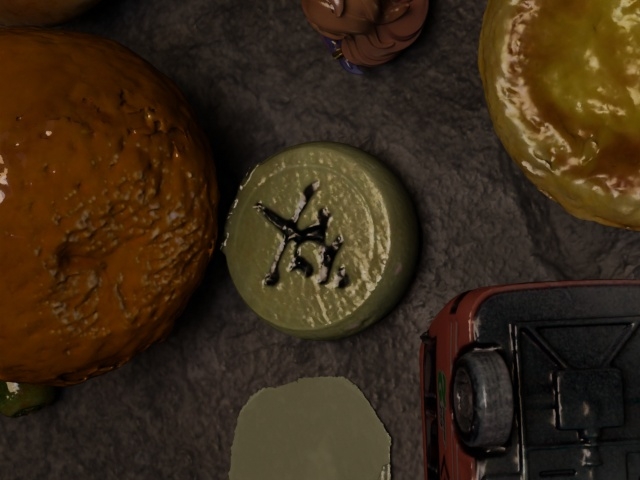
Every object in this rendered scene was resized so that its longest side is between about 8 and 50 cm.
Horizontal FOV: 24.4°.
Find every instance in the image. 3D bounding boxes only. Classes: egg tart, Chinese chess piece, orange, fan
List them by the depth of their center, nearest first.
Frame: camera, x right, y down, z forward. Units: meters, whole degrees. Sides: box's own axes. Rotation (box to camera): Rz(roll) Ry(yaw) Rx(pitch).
[{"bbox_3d":[0.291,-0.162,1.234,0.318,0.128,0.319,0,89,24],"label":"egg tart"},{"bbox_3d":[0.000,0.000,1.390,0.188,0.083,0.189,-3,83,26],"label":"Chinese chess piece"},{"bbox_3d":[-0.270,-0.038,1.390,0.293,0.340,0.341,35,103,45],"label":"orange"},{"bbox_3d":[0.004,0.284,1.410,0.182,0.010,0.310,-18,77,24],"label":"fan"}]

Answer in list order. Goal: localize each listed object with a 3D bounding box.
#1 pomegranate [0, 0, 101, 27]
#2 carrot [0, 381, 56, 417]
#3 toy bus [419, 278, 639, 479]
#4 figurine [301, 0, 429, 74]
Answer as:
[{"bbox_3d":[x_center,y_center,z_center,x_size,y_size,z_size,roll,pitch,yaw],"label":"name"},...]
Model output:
[{"bbox_3d":[-0.277,-0.328,1.471,0.248,0.248,0.248,-2,87,26],"label":"pomegranate"},{"bbox_3d":[-0.348,0.011,1.566,0.074,0.074,0.359,-20,77,24],"label":"carrot"},{"bbox_3d":[0.192,0.248,1.197,0.203,0.233,0.427,-1,86,-13],"label":"toy bus"},{"bbox_3d":[0.042,-0.219,1.354,0.114,0.157,0.126,25,93,4],"label":"figurine"}]
